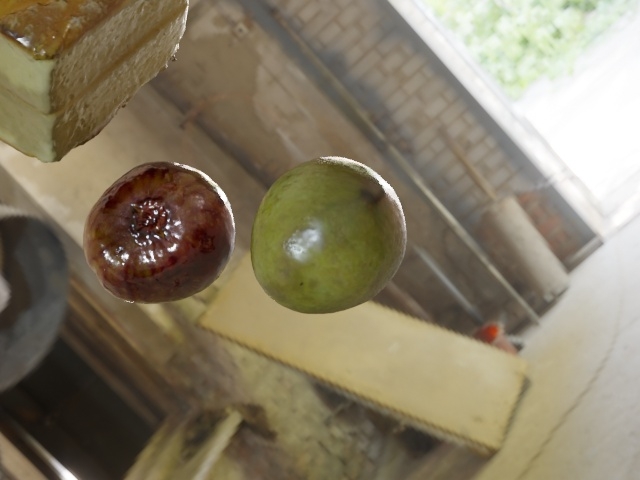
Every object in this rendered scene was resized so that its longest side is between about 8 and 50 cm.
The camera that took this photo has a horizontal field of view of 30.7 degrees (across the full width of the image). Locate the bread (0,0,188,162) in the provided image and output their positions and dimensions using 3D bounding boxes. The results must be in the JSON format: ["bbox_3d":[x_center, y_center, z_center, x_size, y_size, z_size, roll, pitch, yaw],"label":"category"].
[{"bbox_3d":[-0.319,-0.274,1.290,0.279,0.279,0.207,-53,-13,-36],"label":"bread"}]

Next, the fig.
[{"bbox_3d":[-0.178,0.000,1.375,0.175,0.175,0.207,-43,-17,-2],"label":"fig"}]

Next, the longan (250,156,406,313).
[{"bbox_3d":[0.000,0.000,1.103,0.155,0.145,0.176,-4,-20,-44],"label":"longan"}]
